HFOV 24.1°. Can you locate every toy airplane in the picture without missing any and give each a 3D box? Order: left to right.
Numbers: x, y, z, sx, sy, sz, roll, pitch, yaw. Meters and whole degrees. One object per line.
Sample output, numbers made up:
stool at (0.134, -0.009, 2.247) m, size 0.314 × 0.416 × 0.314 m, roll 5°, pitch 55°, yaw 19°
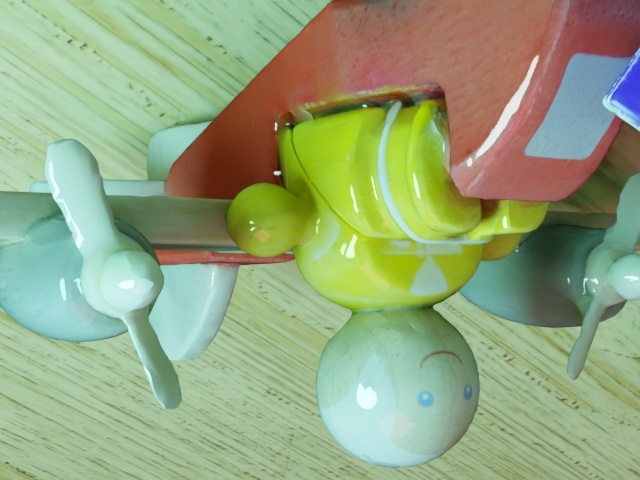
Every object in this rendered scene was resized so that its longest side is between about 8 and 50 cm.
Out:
toy airplane at (0.000, 0.000, 0.826) m, size 0.386 × 0.272 × 0.384 m, roll -16°, pitch 161°, yaw 5°

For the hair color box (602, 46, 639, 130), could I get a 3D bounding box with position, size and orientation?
hair color box at (0.251, -0.036, 0.671) m, size 0.110 × 0.185 × 0.339 m, roll -57°, pitch 163°, yaw 12°
